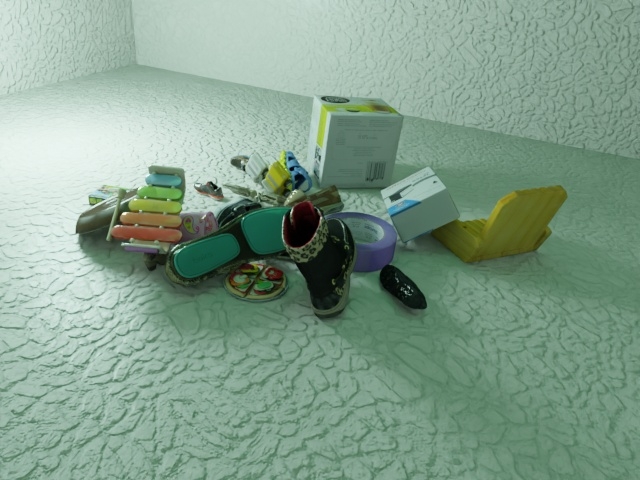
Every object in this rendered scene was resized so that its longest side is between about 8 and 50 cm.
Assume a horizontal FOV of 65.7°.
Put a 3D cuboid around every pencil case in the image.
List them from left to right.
[{"bbox_3d":[-0.479,-0.039,1.615,0.284,0.124,0.124,1,28,12],"label":"pencil case"}]

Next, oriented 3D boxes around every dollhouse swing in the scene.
[{"bbox_3d":[0.650,-0.108,1.817,0.346,0.305,0.315,-8,33,-22],"label":"dollhouse swing"}]

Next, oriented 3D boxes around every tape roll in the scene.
[{"bbox_3d":[0.126,0.000,1.738,0.274,0.090,0.275,5,30,-3],"label":"tape roll"}]

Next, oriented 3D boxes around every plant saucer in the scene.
[{"bbox_3d":[-0.688,-0.114,1.681,0.310,0.050,0.310,-18,21,7],"label":"plant saucer"}]

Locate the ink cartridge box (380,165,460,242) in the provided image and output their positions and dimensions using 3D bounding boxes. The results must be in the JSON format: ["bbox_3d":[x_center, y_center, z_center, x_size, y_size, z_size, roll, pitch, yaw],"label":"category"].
[{"bbox_3d":[0.364,-0.142,1.863,0.223,0.129,0.307,-27,20,11],"label":"ink cartridge box"}]

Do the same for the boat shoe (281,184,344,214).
[{"bbox_3d":[-0.079,-0.130,1.834,0.324,0.116,0.123,-13,3,-10],"label":"boat shoe"}]

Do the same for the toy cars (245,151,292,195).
[{"bbox_3d":[-0.227,-0.257,2.003,0.087,0.176,0.393,-34,32,-16],"label":"toy cars"}]

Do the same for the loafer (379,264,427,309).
[{"bbox_3d":[0.254,0.147,1.538,0.078,0.076,0.223,33,9,-30],"label":"loafer"}]

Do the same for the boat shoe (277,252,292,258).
[{"bbox_3d":[-0.149,0.006,1.685,0.233,0.079,0.084,14,29,9],"label":"boat shoe"}]

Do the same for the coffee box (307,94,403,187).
[{"bbox_3d":[0.143,-0.461,2.289,0.337,0.338,0.334,-1,30,-14],"label":"coffee box"}]

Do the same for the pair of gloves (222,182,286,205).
[{"bbox_3d":[-0.255,-0.176,1.958,0.240,0.042,0.204,16,5,4],"label":"pair of gloves"}]

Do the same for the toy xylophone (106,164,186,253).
[{"bbox_3d":[-0.528,-0.086,1.509,0.236,0.081,0.323,-2,58,-4],"label":"toy xylophone"}]

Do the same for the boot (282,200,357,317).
[{"bbox_3d":[0.000,0.000,1.446,0.138,0.284,0.377,-7,44,19],"label":"boot"}]

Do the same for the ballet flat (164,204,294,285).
[{"bbox_3d":[-0.258,0.012,1.554,0.482,0.164,0.182,-23,-1,-26],"label":"ballet flat"}]

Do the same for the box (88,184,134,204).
[{"bbox_3d":[-0.759,-0.163,1.895,0.207,0.036,0.114,8,30,3],"label":"box"}]

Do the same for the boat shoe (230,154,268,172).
[{"bbox_3d":[-0.332,-0.345,2.267,0.183,0.066,0.066,11,31,7],"label":"boat shoe"}]

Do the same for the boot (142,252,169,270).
[{"bbox_3d":[-0.508,0.038,1.546,0.042,0.087,0.118,13,30,12],"label":"boot"}]

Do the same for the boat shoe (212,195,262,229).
[{"bbox_3d":[-0.302,-0.077,1.780,0.102,0.108,0.301,13,23,14],"label":"boat shoe"}]

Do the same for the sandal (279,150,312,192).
[{"bbox_3d":[-0.117,-0.291,2.176,0.138,0.126,0.317,4,38,-12],"label":"sandal"}]

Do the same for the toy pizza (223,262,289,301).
[{"bbox_3d":[-0.196,0.118,1.524,0.201,0.032,0.201,5,30,-3],"label":"toy pizza"}]

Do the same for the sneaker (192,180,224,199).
[{"bbox_3d":[-0.455,-0.219,2.024,0.158,0.065,0.061,22,33,24],"label":"sneaker"}]
